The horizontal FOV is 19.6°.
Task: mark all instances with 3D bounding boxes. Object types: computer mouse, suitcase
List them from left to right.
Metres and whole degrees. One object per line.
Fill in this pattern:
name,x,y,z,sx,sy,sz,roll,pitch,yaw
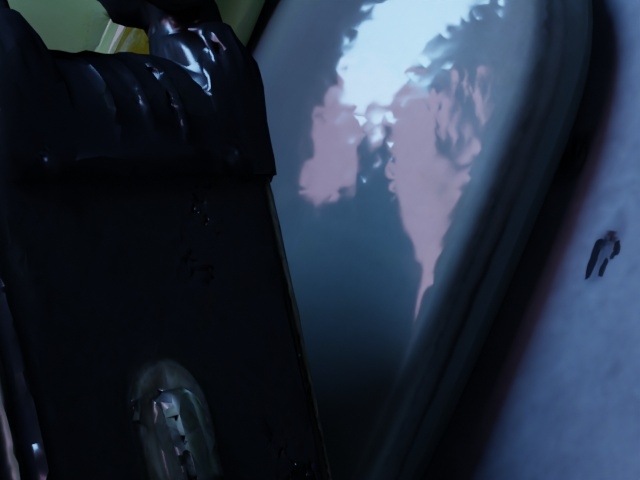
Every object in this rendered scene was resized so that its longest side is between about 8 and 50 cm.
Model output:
suitcase,-0.120,0.133,0.602,0.283,0.194,0.434,-20,80,43
computer mouse,-0.005,-0.002,0.741,0.197,0.095,0.331,8,75,56

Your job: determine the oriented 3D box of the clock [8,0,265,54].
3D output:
clock,-0.111,-0.117,0.838,0.286,0.117,0.348,-69,17,-9
